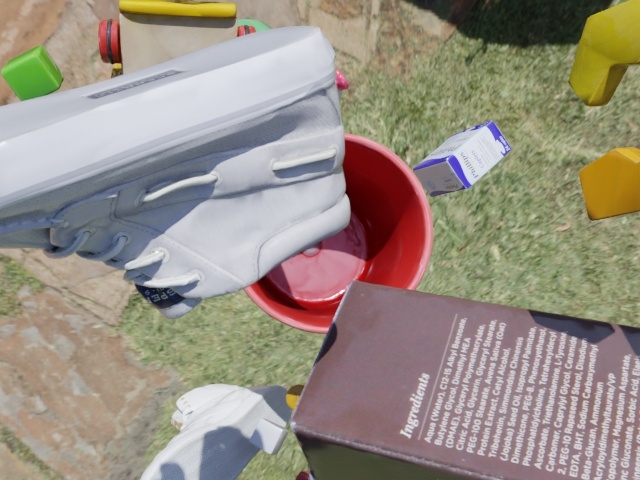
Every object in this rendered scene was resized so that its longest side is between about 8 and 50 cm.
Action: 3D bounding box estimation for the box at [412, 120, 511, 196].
[{"bbox_3d":[0.272,-0.157,1.477,0.137,0.126,0.072,-41,102,-22],"label":"box"}]

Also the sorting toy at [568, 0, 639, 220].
[{"bbox_3d":[0.235,-0.110,0.309,0.041,0.307,0.228,-8,86,-36],"label":"sorting toy"}]

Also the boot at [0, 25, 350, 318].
[{"bbox_3d":[-0.094,-0.010,0.364,0.258,0.095,0.123,-23,116,-22],"label":"boot"}]

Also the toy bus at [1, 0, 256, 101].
[{"bbox_3d":[-0.102,-0.102,0.542,0.202,0.104,0.191,-41,118,9],"label":"toy bus"}]

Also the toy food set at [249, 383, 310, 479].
[{"bbox_3d":[-0.050,0.340,1.163,0.111,0.104,0.232,24,80,19],"label":"toy food set"}]

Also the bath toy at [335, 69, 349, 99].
[{"bbox_3d":[-0.080,-0.200,1.223,0.129,0.348,0.151,9,124,40],"label":"bath toy"}]

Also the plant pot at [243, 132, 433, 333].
[{"bbox_3d":[0.000,0.000,1.110,0.275,0.243,0.274,1,84,-7],"label":"plant pot"}]

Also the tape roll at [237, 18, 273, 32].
[{"bbox_3d":[-0.190,-0.334,1.710,0.077,0.321,0.321,41,88,23],"label":"tape roll"}]

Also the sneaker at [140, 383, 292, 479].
[{"bbox_3d":[-0.196,0.319,1.198,0.169,0.293,0.108,-5,106,42],"label":"sneaker"}]

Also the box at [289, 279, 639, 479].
[{"bbox_3d":[0.190,0.161,0.525,0.382,0.191,0.143,8,51,21],"label":"box"}]
